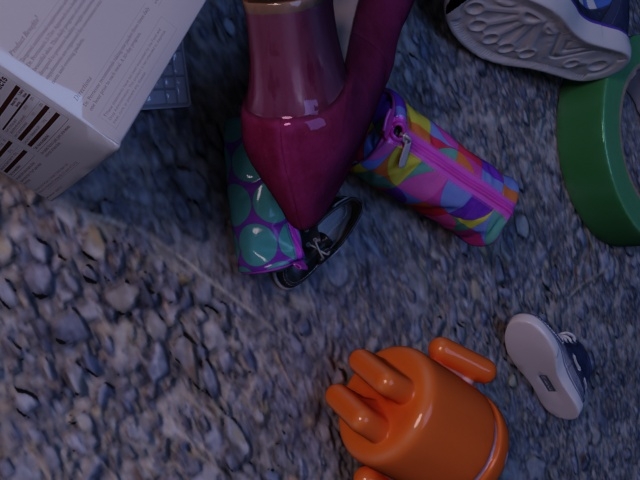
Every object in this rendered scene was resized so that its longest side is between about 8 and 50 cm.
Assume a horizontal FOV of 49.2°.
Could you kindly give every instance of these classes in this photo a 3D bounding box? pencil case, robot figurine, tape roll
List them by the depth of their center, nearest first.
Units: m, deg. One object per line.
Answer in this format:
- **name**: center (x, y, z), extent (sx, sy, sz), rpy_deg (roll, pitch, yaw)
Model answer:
- **pencil case**: center (-0.050, -0.046, 0.645), extent (0.064, 0.070, 0.151), rpy_deg (-7, 92, -63)
- **robot figurine**: center (0.109, 0.189, 0.719), extent (0.219, 0.128, 0.158), rpy_deg (36, 48, -31)
- **pencil case**: center (0.119, -0.076, 0.768), extent (0.236, 0.104, 0.104), rpy_deg (26, 71, -36)
- **tape roll**: center (0.489, -0.151, 1.085), extent (0.321, 0.077, 0.320), rpy_deg (3, 86, -39)

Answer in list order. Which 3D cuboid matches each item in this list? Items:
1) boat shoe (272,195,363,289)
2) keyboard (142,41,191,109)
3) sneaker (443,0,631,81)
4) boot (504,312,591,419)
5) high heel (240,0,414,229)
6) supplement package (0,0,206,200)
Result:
- **boat shoe**: center (0.000, 0.000, 0.703), extent (0.125, 0.038, 0.046), rpy_deg (-47, 115, -31)
- **keyboard**: center (-0.219, -0.134, 0.553), extent (0.256, 0.014, 0.072), rpy_deg (-13, 95, -38)
- **sneaker**: center (0.279, -0.356, 0.914), extent (0.323, 0.130, 0.236), rpy_deg (8, 71, -33)
- **boot**: center (0.305, 0.145, 0.929), extent (0.086, 0.069, 0.190), rpy_deg (-55, 127, -36)
- **high heel**: center (0.018, -0.167, 0.664), extent (0.377, 0.127, 0.181), rpy_deg (-51, 142, -54)
- **supplement package**: center (-0.202, -0.171, 0.464), extent (0.203, 0.149, 0.194), rpy_deg (36, 60, -26)
